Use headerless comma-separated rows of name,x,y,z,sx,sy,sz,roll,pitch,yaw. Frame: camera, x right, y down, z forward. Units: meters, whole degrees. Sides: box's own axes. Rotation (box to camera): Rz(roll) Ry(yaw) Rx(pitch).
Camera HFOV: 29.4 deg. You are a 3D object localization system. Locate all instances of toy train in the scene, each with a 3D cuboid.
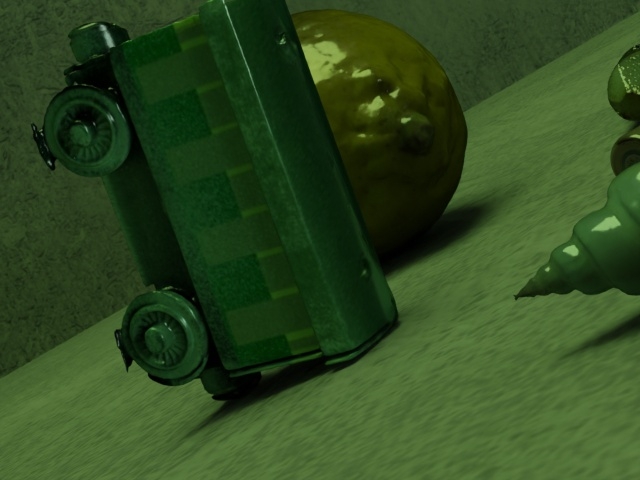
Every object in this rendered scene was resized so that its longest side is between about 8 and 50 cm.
toy train,-0.076,-0.032,0.895,0.202,0.300,0.120,-17,9,24

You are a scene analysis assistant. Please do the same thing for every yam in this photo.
yam,0.324,-0.162,1.217,0.070,0.069,0.146,-27,4,23

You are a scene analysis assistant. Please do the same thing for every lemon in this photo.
lemon,0.011,-0.100,1.237,0.285,0.285,0.316,-32,48,-26

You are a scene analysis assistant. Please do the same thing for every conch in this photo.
conch,0.176,-0.002,0.571,0.180,0.088,0.065,-21,51,16

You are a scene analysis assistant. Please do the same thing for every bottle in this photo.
bottle,0.249,-0.071,0.866,0.096,0.045,0.045,-32,6,-36
